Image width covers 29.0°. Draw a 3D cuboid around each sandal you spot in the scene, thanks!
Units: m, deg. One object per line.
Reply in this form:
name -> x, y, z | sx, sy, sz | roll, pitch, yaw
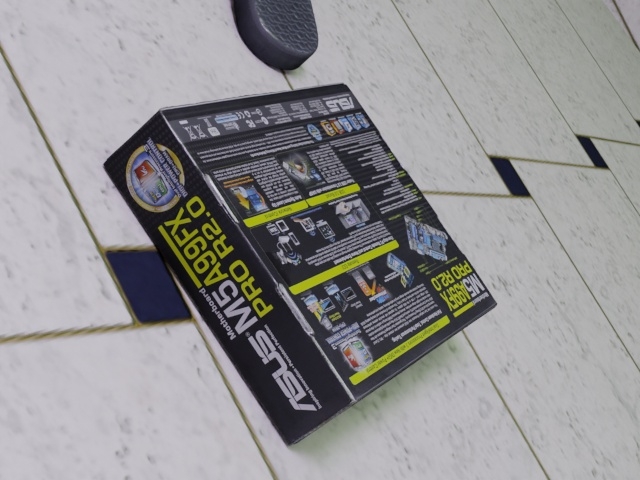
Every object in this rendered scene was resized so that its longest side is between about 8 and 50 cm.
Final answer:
sandal -> -0.055, -0.252, 1.099 | 0.097, 0.054, 0.254 | 25, 47, -31

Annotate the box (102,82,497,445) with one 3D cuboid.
box -> 0.000, 0.000, 0.859 | 0.216, 0.060, 0.270 | 56, 28, 6
